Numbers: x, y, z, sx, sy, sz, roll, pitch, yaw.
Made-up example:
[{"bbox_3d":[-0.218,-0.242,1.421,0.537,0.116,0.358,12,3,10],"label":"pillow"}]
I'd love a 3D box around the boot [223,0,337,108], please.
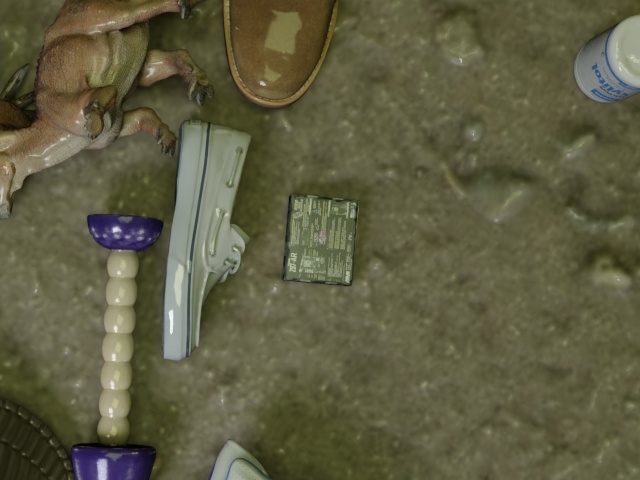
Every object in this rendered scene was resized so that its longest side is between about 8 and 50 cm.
[{"bbox_3d":[-0.020,-0.277,1.281,0.112,0.115,0.305,14,85,-10],"label":"boot"}]

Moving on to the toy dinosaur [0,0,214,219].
[{"bbox_3d":[-0.219,-0.158,1.246,0.200,0.127,0.295,16,63,27],"label":"toy dinosaur"}]

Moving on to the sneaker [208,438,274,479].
[{"bbox_3d":[-0.130,0.294,1.228,0.323,0.130,0.236,5,78,-5],"label":"sneaker"}]

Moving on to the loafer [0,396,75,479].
[{"bbox_3d":[-0.339,0.180,1.213,0.268,0.092,0.102,35,41,-18],"label":"loafer"}]

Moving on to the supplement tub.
[{"bbox_3d":[0.295,-0.174,1.325,0.071,0.107,0.071,1,86,-9],"label":"supplement tub"}]

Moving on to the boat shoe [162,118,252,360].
[{"bbox_3d":[-0.102,0.000,1.264,0.076,0.083,0.226,6,85,-7],"label":"boat shoe"}]

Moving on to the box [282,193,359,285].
[{"bbox_3d":[0.000,0.000,1.312,0.067,0.018,0.083,5,86,-8],"label":"box"}]

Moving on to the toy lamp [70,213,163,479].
[{"bbox_3d":[-0.183,0.116,1.247,0.080,0.080,0.274,4,86,-9],"label":"toy lamp"}]
